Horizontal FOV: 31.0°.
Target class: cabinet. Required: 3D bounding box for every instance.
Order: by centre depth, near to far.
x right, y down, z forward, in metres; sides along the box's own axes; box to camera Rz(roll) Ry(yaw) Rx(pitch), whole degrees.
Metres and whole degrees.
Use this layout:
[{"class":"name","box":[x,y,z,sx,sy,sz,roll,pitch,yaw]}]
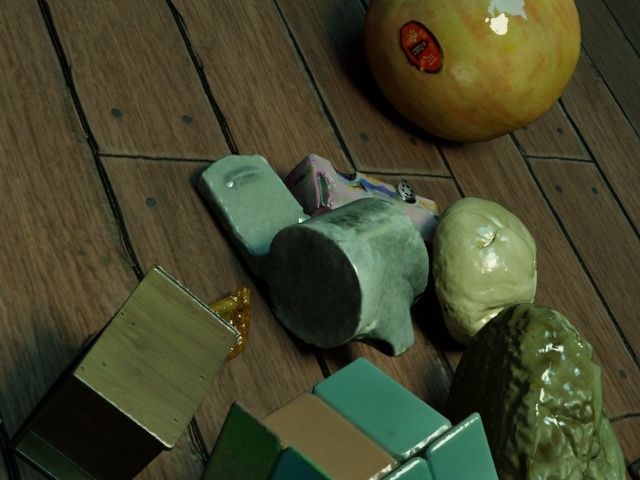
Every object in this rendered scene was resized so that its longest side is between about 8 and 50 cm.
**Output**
[{"class":"cabinet","box":[-0.224,0.176,1.366,0.148,0.175,0.215,39,37,-8]}]

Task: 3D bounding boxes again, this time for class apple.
[{"class":"apple","box":[0.290,-0.375,2.184,0.346,0.391,0.391,55,32,-26]}]

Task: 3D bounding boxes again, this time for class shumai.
[{"class":"shumai","box":[0.356,0.275,1.705,0.288,0.292,0.330,16,82,-16]}]

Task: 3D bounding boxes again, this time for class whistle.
[{"class":"whistle","box":[-0.016,0.018,1.742,0.405,0.188,0.168,27,32,32]}]

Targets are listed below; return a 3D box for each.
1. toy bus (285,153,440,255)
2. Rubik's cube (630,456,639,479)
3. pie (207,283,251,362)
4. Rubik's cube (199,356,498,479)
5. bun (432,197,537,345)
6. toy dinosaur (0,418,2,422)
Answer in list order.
[{"class":"toy bus","box":[0.076,-0.050,1.921,0.274,0.090,0.112,18,47,-31]},{"class":"Rubik's cube","box":[0.783,0.425,1.968,0.318,0.313,0.316,-6,60,-44]},{"class":"pie","box":[-0.149,0.128,1.597,0.191,0.033,0.088,-23,89,-52]},{"class":"Rubik's cube","box":[0.025,0.342,1.315,0.358,0.368,0.387,-30,79,-34]},{"class":"bun","box":[0.283,0.045,1.915,0.259,0.160,0.259,-12,90,-70]},{"class":"toy dinosaur","box":[-0.372,0.298,1.215,0.167,0.053,0.242,41,37,-8]}]
